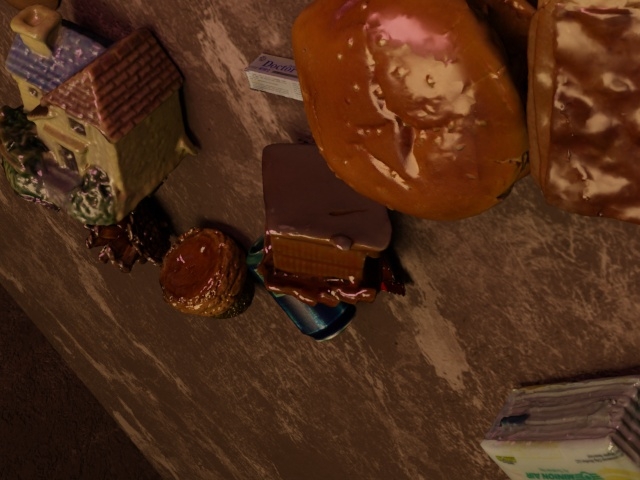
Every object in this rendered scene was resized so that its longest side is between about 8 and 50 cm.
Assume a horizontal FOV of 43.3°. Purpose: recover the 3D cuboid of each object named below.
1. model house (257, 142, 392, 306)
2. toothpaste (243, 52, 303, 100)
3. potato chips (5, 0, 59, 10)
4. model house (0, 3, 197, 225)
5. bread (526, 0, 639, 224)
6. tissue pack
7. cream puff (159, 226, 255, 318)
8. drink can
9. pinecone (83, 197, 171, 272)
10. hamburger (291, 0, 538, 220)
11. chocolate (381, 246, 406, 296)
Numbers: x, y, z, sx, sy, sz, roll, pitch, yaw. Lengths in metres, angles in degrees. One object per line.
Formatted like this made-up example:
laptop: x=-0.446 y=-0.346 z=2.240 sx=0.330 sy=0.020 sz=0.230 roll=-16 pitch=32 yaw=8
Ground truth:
model house: x=0.000 y=-0.001 z=1.207 sx=0.200 sy=0.219 sz=0.229 roll=6 pitch=143 yaw=2
toothpaste: x=-0.028 y=-0.216 z=1.098 sx=0.164 sy=0.046 sz=0.034 roll=20 pitch=145 yaw=33
potato chips: x=-0.518 y=-0.461 z=1.337 sx=0.195 sy=0.062 sz=0.208 roll=52 pitch=151 yaw=-12
model house: x=-0.397 y=-0.220 z=1.314 sx=0.321 sy=0.261 sz=0.266 roll=28 pitch=145 yaw=14
bread: x=0.346 y=-0.127 z=0.665 sx=0.325 sy=0.167 sz=0.277 roll=14 pitch=140 yaw=26
tissue pack: x=0.466 y=0.383 z=1.185 sx=0.388 sy=0.162 sz=0.287 roll=47 pitch=152 yaw=-8
cream puff: x=-0.206 y=0.079 z=1.597 sx=0.183 sy=0.183 sz=0.169 roll=16 pitch=166 yaw=37
drink can: x=-0.031 y=0.073 z=1.402 sx=0.118 sy=0.118 sz=0.205 roll=-10 pitch=122 yaw=54
pinecone: x=-0.409 y=-0.017 z=1.691 sx=0.195 sy=0.150 sz=0.179 roll=19 pitch=149 yaw=39
hamburger: x=0.104 y=-0.165 z=0.897 sx=0.314 sy=0.170 sz=0.289 roll=13 pitch=133 yaw=42
chocolate: x=0.082 y=0.012 z=1.283 sx=0.086 sy=0.028 sz=0.182 roll=5 pitch=130 yaw=50
